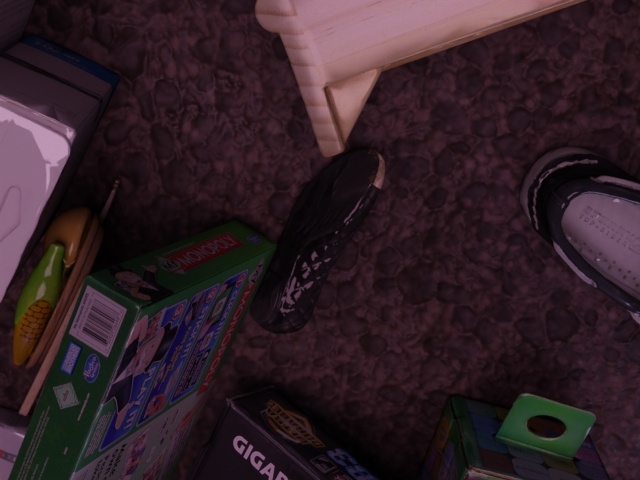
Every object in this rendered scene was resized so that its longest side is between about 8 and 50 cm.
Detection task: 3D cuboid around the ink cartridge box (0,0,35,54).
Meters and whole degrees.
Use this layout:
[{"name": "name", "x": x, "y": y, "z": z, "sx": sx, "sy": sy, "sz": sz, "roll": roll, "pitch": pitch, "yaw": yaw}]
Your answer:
[{"name": "ink cartridge box", "x": -0.250, "y": -0.150, "z": 0.659, "sx": 0.091, "sy": 0.308, "sz": 0.385, "roll": 26, "pitch": 108, "yaw": -9}]

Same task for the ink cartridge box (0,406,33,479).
[{"name": "ink cartridge box", "x": -0.296, "y": 0.211, "z": 0.919, "sx": 0.179, "sy": 0.045, "sz": 0.145, "roll": 15, "pitch": 107, "yaw": -8}]

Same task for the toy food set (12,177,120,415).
[{"name": "toy food set", "x": -0.195, "y": 0.029, "z": 0.780, "sx": 0.039, "sy": 0.192, "sz": 0.132, "roll": 25, "pitch": 109, "yaw": -14}]

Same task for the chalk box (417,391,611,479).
[{"name": "chalk box", "x": 0.154, "y": 0.218, "z": 0.881, "sx": 0.132, "sy": 0.132, "sz": 0.213, "roll": 17, "pitch": 107, "yaw": -5}]

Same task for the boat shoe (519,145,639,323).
[{"name": "boat shoe", "x": 0.292, "y": 0.034, "z": 0.840, "sx": 0.303, "sy": 0.091, "sz": 0.114, "roll": 25, "pitch": 107, "yaw": -9}]

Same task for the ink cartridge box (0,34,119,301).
[{"name": "ink cartridge box", "x": -0.215, "y": -0.055, "z": 0.752, "sx": 0.082, "sy": 0.190, "sz": 0.139, "roll": 27, "pitch": 106, "yaw": -9}]

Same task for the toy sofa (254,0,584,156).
[{"name": "toy sofa", "x": 0.140, "y": -0.201, "z": 0.712, "sx": 0.363, "sy": 0.150, "sz": 0.177, "roll": -18, "pitch": 105, "yaw": 11}]

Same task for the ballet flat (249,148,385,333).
[{"name": "ballet flat", "x": 0.000, "y": 0.000, "z": 0.856, "sx": 0.049, "sy": 0.057, "sz": 0.173, "roll": 14, "pitch": 115, "yaw": -47}]

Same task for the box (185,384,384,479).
[{"name": "box", "x": -0.013, "y": 0.320, "z": 0.856, "sx": 0.295, "sy": 0.073, "sz": 0.293, "roll": 37, "pitch": 114, "yaw": 25}]

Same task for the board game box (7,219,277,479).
[{"name": "board game box", "x": -0.151, "y": 0.147, "z": 0.803, "sx": 0.046, "sy": 0.213, "sz": 0.317, "roll": 29, "pitch": 109, "yaw": 13}]
